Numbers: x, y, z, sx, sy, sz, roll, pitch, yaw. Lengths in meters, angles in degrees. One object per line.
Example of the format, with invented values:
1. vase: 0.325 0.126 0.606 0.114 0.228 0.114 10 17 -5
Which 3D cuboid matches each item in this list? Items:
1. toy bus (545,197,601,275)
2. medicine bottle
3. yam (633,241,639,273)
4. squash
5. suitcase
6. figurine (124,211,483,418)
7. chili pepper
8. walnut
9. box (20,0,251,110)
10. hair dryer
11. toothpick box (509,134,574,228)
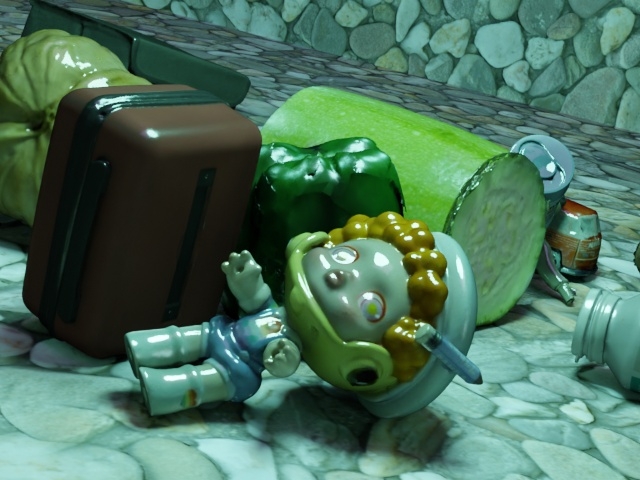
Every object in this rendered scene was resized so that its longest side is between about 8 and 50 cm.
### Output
1. toy bus: 0.350 -0.029 2.091 0.265 0.120 0.121 23 18 30
2. medicine bottle: 0.436 0.134 1.577 0.215 0.135 0.135 16 17 20
3. yam: 0.622 0.055 1.989 0.128 0.129 0.238 42 3 -27
4. squash: 0.113 -0.058 1.800 0.384 0.263 0.263 24 21 38
5. suitcase: -0.207 -0.027 1.430 0.161 0.297 0.236 31 25 31
6. figurine: -0.021 0.093 1.358 0.382 0.205 0.224 -4 48 -7
7. chili pepper: 0.000 0.000 1.557 0.248 0.257 0.233 -5 21 -26
8. walnut: -0.351 -0.140 1.749 0.285 0.296 0.285 -23 -9 -4
9. box: -0.332 -0.252 2.114 0.251 0.204 0.345 25 8 28
10. hair dryer: 0.287 0.013 1.969 0.219 0.225 0.088 -9 -31 15
11. toothpick box: 0.318 -0.080 1.871 0.101 0.101 0.153 11 -25 2
